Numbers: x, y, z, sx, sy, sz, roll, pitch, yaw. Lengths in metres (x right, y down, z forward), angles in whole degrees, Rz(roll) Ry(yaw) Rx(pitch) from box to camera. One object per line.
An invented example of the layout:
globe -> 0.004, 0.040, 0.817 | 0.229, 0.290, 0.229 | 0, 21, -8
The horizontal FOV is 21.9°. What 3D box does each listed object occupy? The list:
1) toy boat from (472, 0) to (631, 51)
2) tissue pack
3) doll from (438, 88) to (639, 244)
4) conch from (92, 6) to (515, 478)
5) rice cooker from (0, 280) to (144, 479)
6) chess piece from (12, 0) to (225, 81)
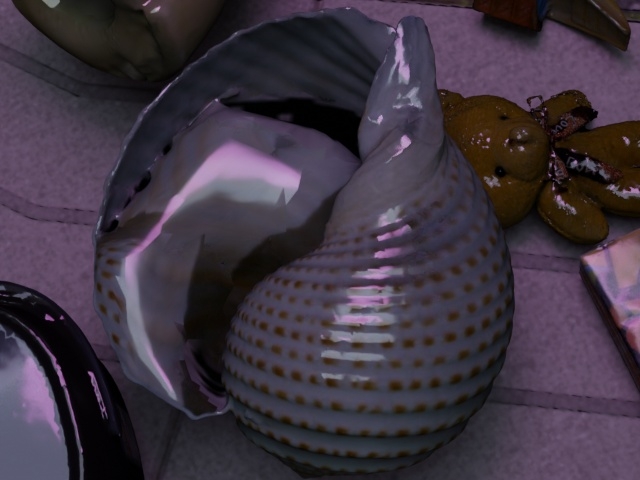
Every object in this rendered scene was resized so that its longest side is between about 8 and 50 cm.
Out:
toy boat -> 0.173, -0.200, 1.332 | 0.172, 0.065, 0.066 | 22, 69, 15
tissue pack -> 0.275, 0.059, 1.250 | 0.109, 0.060, 0.148 | -25, 75, -3
doll -> 0.187, -0.066, 1.278 | 0.210, 0.097, 0.137 | -3, 67, -3
conch -> 0.003, 0.008, 1.204 | 0.303, 0.215, 0.319 | 16, 79, 18
rice cooker -> -0.250, 0.166, 1.168 | 0.267, 0.224, 0.267 | -1, 74, 5
chess piece -> -0.059, -0.332, 1.268 | 0.234, 0.234, 0.442 | 30, 67, 12
